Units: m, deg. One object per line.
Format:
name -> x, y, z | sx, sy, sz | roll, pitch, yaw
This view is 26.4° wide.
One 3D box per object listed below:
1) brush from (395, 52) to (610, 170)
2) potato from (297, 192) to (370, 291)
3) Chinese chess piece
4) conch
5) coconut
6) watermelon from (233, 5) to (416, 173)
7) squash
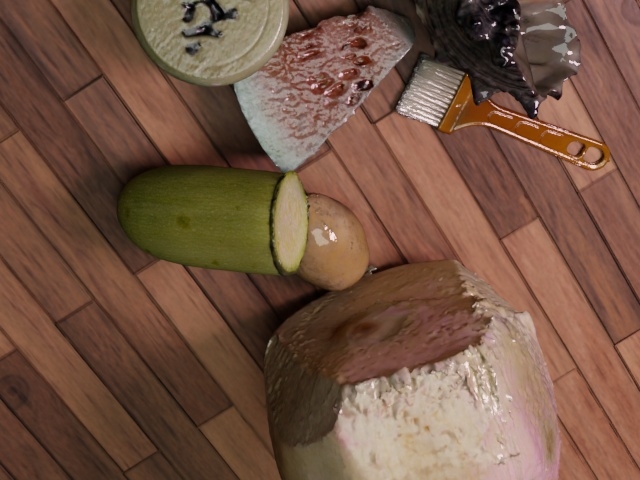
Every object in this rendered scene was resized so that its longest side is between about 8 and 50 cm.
brush -> 0.252, -0.156, 1.805 | 0.314, 0.017, 0.090 | 19, 112, -18
potato -> 0.002, 0.002, 1.780 | 0.112, 0.112, 0.147 | -36, 114, 7
Chinese chess piece -> -0.131, -0.277, 1.614 | 0.188, 0.083, 0.189 | -1, 95, -6
conch -> 0.232, -0.304, 1.660 | 0.240, 0.186, 0.313 | -14, 97, -11
coconut -> 0.122, 0.252, 1.768 | 0.404, 0.404, 0.405 | -4, 115, -9
watermelon -> 0.012, -0.212, 1.705 | 0.241, 0.094, 0.154 | -31, 106, 3
squash -> -0.146, -0.028, 1.699 | 0.247, 0.132, 0.133 | 4, 117, 21
